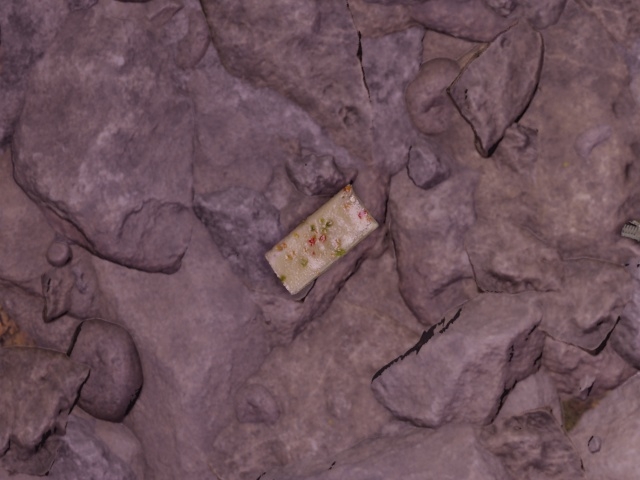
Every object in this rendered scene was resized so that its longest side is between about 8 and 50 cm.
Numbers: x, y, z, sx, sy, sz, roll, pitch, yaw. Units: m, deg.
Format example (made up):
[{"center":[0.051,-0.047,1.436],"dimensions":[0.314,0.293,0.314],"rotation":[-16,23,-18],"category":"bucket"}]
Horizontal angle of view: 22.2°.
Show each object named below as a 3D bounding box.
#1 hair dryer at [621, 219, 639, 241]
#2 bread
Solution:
[{"center":[0.468,0.070,1.882],"dimensions":[0.225,0.088,0.219],"rotation":[-9,92,34],"category":"hair dryer"},{"center":[0.000,0.000,2.076],"dimensions":[0.153,0.028,0.068],"rotation":[-39,80,19],"category":"bread"}]
